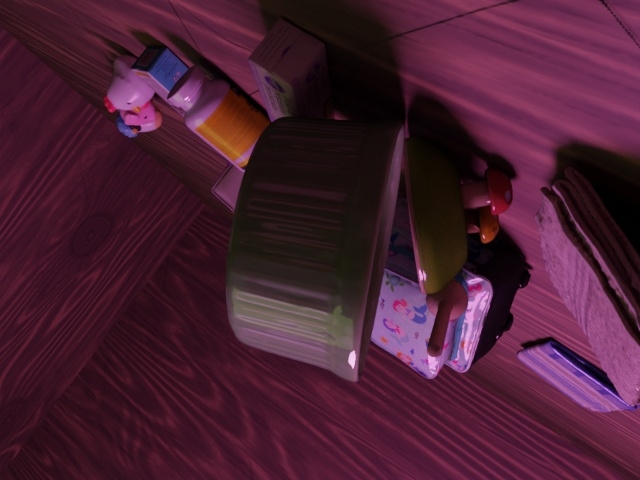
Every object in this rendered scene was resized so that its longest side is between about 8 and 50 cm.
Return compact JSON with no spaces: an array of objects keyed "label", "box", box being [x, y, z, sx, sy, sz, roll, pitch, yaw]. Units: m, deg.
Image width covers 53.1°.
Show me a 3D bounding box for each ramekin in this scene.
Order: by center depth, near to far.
[{"label":"ramekin","box":[0.000,0.000,0.748,0.148,0.303,0.303,10,168,9]}]

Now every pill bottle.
[{"label":"pill bottle","box":[-0.164,-0.208,1.089,0.184,0.103,0.103,40,172,-27]}]

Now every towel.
[{"label":"towel","box":[0.279,0.059,0.638,0.282,0.049,0.187,48,-161,-58]},{"label":"towel","box":[0.525,0.282,1.331,0.209,0.034,0.285,36,171,12]}]

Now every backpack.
[{"label":"backpack","box":[0.151,0.066,0.980,0.253,0.191,0.225,37,141,33]}]

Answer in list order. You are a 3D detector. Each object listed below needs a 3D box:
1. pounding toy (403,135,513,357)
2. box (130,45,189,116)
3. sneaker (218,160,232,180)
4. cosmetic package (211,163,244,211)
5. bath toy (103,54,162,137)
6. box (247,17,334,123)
[{"label":"pounding toy","box":[0.164,-0.008,0.734,0.110,0.236,0.183,-7,-170,11]},{"label":"box","box":[-0.240,-0.265,1.231,0.244,0.060,0.101,41,171,-37]},{"label":"sneaker","box":[-0.187,-0.130,1.681,0.095,0.104,0.236,28,170,39]},{"label":"cosmetic package","box":[-0.077,-0.067,1.306,0.160,0.113,0.309,40,-177,14]},{"label":"bath toy","box":[-0.444,-0.327,1.516,0.151,0.129,0.348,38,172,-12]},{"label":"box","box":[-0.026,-0.170,0.846,0.063,0.067,0.324,34,172,10]}]
